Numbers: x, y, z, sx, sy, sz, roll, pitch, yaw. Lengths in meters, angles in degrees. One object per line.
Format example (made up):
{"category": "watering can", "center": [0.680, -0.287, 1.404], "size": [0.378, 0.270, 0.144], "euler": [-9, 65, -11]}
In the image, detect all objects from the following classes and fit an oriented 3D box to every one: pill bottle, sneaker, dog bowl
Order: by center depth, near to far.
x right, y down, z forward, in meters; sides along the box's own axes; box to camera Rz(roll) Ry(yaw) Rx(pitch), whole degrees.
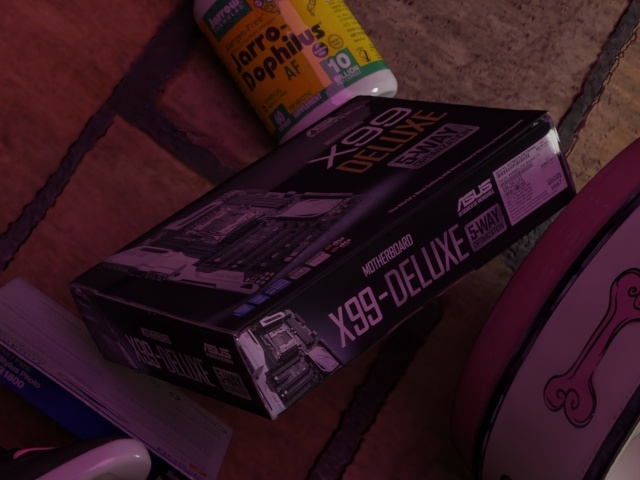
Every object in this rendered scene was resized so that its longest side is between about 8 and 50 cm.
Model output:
{"category": "sneaker", "center": [-0.249, 0.162, 1.363], "size": [0.104, 0.296, 0.147], "euler": [13, 55, -50]}
{"category": "dog bowl", "center": [0.266, 0.078, 1.480], "size": [0.150, 0.408, 0.408], "euler": [37, 63, 24]}
{"category": "pill bottle", "center": [-0.036, -0.185, 1.614], "size": [0.117, 0.117, 0.208], "euler": [-30, 83, -23]}

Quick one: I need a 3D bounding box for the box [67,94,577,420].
{"category": "box", "center": [0.000, 0.000, 1.399], "size": [0.307, 0.242, 0.076], "euler": [-34, 115, -26]}

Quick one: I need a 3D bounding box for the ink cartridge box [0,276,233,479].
{"category": "ink cartridge box", "center": [-0.172, 0.119, 1.419], "size": [0.223, 0.224, 0.045], "euler": [36, 95, -2]}
